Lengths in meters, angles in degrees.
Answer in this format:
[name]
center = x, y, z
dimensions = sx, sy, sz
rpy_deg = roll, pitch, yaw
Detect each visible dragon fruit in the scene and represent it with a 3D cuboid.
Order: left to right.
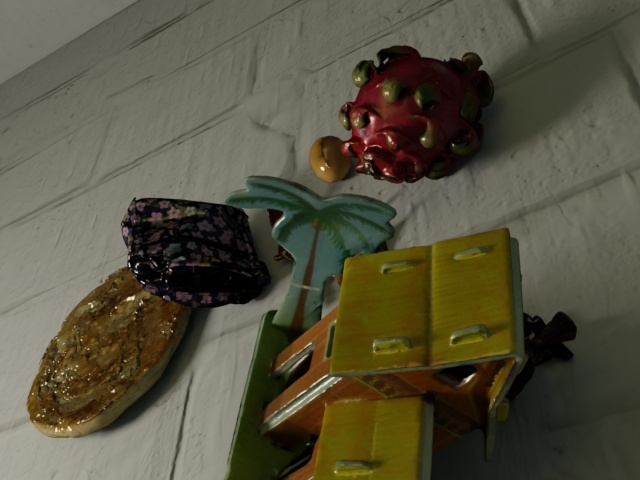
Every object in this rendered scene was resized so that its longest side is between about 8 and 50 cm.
[dragon fruit]
center = 0.152, -0.185, 1.261
dimensions = 0.218, 0.272, 0.198
rpy_deg = 24, 113, 47

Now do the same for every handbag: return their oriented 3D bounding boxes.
[handbag]
center = -0.199, 0.023, 1.346
dimensions = 0.208, 0.228, 0.127
rpy_deg = -111, 33, -52

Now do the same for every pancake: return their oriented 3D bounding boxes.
[pancake]
center = -0.355, 0.175, 1.415
dimensions = 0.356, 0.065, 0.356
rpy_deg = -23, 39, 20

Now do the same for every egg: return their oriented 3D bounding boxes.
[egg]
center = 0.017, -0.132, 1.410
dimensions = 0.071, 0.071, 0.083
rpy_deg = -20, 52, 25

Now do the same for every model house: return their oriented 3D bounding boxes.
[model house]
center = 0.031, 0.120, 0.814
dimensions = 0.323, 0.340, 0.300
rpy_deg = -42, 25, 37

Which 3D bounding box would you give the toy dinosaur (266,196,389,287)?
[toy dinosaur]
center = 0.004, -0.008, 1.249
dimensions = 0.206, 0.113, 0.327
rpy_deg = -31, 34, 12

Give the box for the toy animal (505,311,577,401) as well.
[toy animal]
center = 0.198, 0.148, 0.939
dimensions = 0.202, 0.070, 0.105
rpy_deg = -40, -9, 13
